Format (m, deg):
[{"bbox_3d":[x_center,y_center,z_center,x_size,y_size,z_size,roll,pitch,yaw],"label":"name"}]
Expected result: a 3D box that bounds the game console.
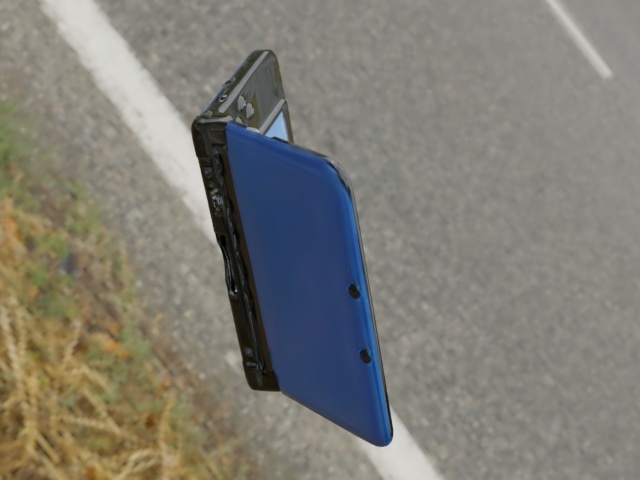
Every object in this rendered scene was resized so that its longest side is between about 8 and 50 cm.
[{"bbox_3d":[0.000,0.000,1.331,0.250,0.173,0.293,-60,147,-53],"label":"game console"}]
